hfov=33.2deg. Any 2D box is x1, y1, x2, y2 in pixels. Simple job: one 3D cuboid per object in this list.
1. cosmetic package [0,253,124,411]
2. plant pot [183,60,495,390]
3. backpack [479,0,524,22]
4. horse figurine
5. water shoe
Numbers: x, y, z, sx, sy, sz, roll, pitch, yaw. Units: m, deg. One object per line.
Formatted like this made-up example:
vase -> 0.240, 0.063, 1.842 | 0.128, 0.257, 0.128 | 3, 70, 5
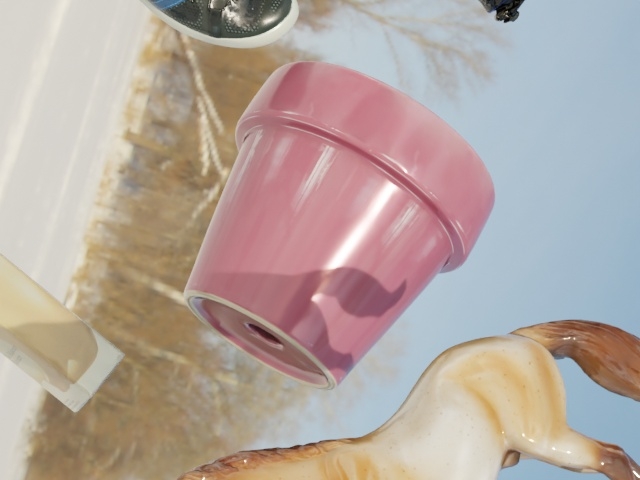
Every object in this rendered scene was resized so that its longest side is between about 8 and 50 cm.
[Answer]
cosmetic package -> -0.200, 0.067, 0.762 | 0.041, 0.115, 0.060 | -53, -175, -30
plant pot -> 0.000, 0.000, 0.788 | 0.180, 0.201, 0.201 | -58, -174, -18
backpack -> 0.221, -0.323, 1.072 | 0.173, 0.117, 0.158 | -38, -173, 35
horse figurine -> 0.072, 0.110, 0.466 | 0.263, 0.174, 0.066 | -36, 162, -28
water shoe -> -0.108, -0.205, 0.759 | 0.073, 0.203, 0.080 | -64, -177, -19
